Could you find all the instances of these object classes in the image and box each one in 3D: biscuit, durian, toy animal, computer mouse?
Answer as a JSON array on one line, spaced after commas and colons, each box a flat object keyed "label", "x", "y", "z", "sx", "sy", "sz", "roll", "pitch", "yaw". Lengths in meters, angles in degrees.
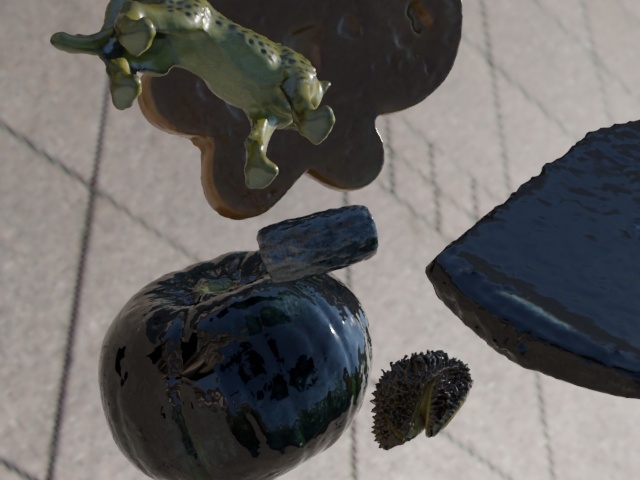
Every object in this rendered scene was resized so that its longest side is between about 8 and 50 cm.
[{"label": "biscuit", "x": -0.010, "y": -0.185, "z": 1.566, "sx": 0.275, "sy": 0.355, "sz": 0.052, "roll": 51, "pitch": -17, "yaw": -16}, {"label": "durian", "x": 0.096, "y": 0.136, "z": 1.448, "sx": 0.140, "sy": 0.110, "sz": 0.071, "roll": -28, "pitch": 95, "yaw": -50}, {"label": "toy animal", "x": -0.073, "y": -0.111, "z": 0.965, "sx": 0.181, "sy": 0.073, "sz": 0.136, "roll": 26, "pitch": 27, "yaw": -14}, {"label": "computer mouse", "x": 0.192, "y": 0.020, "z": 0.921, "sx": 0.168, "sy": 0.087, "sz": 0.295, "roll": 31, "pitch": 42, "yaw": 31}]

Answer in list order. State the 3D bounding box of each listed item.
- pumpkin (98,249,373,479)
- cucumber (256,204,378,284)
[{"label": "pumpkin", "x": -0.088, "y": 0.145, "z": 1.663, "sx": 0.315, "sy": 0.315, "sz": 0.239, "roll": -53, "pitch": 126, "yaw": -62}, {"label": "cucumber", "x": -0.002, "y": 0.001, "z": 1.476, "sx": 0.064, "sy": 0.112, "sz": 0.064, "roll": 163, "pitch": -90, "yaw": -89}]
